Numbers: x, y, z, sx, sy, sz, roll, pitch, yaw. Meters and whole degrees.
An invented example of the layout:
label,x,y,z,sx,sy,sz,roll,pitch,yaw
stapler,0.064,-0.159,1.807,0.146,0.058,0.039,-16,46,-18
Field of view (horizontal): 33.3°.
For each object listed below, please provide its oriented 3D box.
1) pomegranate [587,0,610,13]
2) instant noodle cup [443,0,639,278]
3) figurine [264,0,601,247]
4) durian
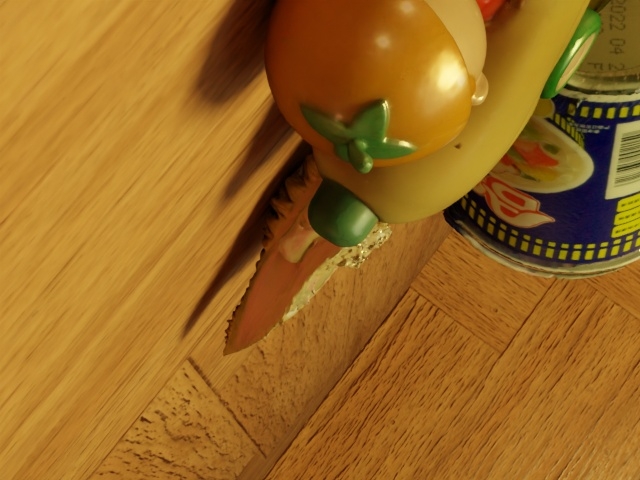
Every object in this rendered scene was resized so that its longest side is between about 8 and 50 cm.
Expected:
label,x,y,z,sx,sy,sz,roll,pitch,yaw
pomegranate,0.141,-0.199,0.692,0.130,0.130,0.130,-51,171,-12
instant noodle cup,0.224,-0.142,0.916,0.284,0.284,0.312,-52,163,-10
figurine,0.056,-0.119,0.540,0.222,0.124,0.324,-45,165,-26
durian,-0.008,-0.007,0.767,0.224,0.078,0.140,-44,-176,8
